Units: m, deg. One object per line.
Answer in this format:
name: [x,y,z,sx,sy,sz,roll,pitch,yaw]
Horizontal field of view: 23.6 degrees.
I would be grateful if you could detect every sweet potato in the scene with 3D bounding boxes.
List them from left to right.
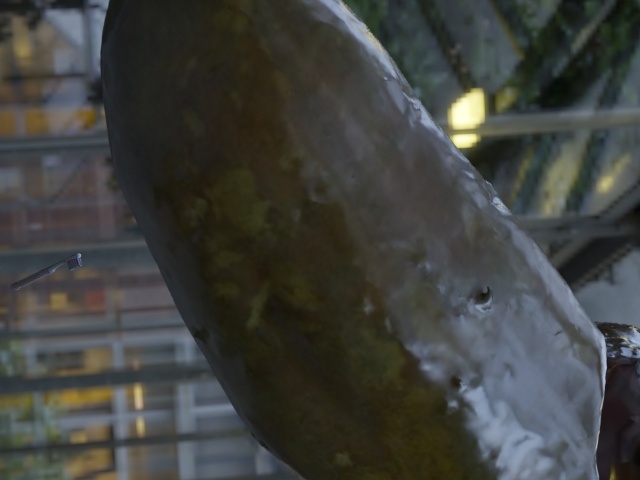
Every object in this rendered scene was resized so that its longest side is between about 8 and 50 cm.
sweet potato: [0.000,0.000,0.684,0.369,0.158,0.158,53,-4,-11]

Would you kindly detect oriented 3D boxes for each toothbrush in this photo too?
toothbrush: [-0.174,0.021,0.969,0.097,0.006,0.008,-19,-95,53]

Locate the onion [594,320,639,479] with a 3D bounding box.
onion: [0.303,0.249,1.337,0.420,0.398,0.398,-21,-108,55]
